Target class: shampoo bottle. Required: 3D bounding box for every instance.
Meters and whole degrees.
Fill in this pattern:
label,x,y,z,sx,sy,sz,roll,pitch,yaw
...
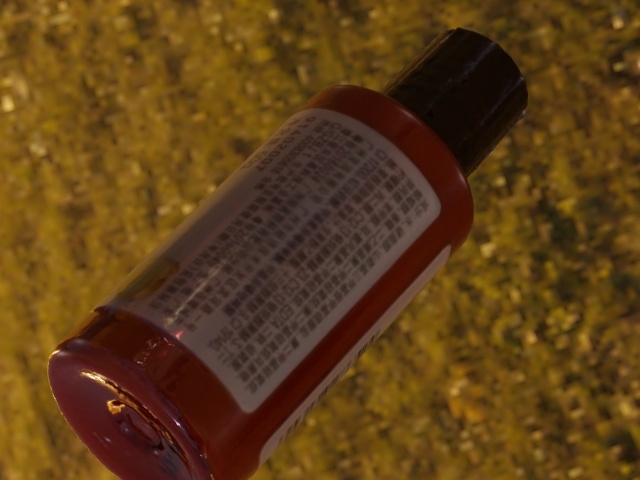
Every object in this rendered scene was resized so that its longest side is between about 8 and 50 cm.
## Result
label,x,y,z,sx,sy,sz,roll,pitch,yaw
shampoo bottle,0.000,0.000,0.926,0.104,0.278,0.104,32,148,22
